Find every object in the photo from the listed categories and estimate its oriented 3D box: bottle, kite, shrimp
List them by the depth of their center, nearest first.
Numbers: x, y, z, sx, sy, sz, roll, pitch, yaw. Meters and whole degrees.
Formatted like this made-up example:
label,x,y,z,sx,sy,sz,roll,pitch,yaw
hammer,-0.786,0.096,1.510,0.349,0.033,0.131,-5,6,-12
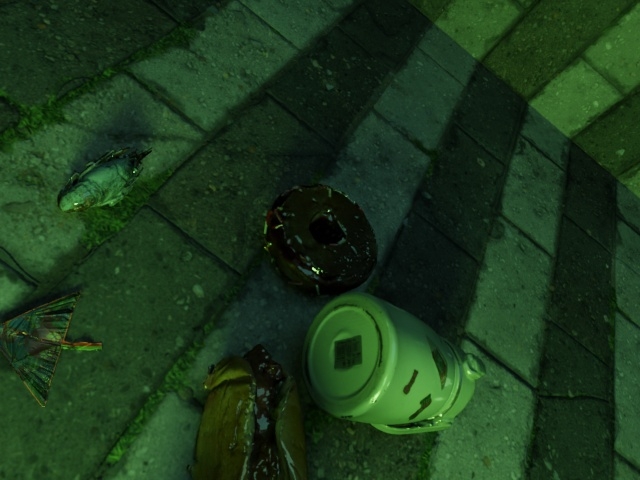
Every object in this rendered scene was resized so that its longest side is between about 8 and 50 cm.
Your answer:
label,x,y,z,sx,sy,sz,roll,pitch,yaw
kite,-0.418,0.155,0.773,0.159,0.010,0.190,19,54,-23
bottle,0.144,0.239,0.935,0.351,0.229,0.229,26,47,-42
shrimp,-0.385,-0.118,0.935,0.233,0.079,0.090,-52,130,-45

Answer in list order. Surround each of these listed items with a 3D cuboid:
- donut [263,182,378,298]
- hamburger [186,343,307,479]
label,x,y,z,sx,sy,sz,roll,pitch,yaw
donut,0.000,0.000,1.081,0.269,0.103,0.270,18,50,-23
hamburger,-0.103,0.331,0.759,0.155,0.245,0.283,17,97,-29
